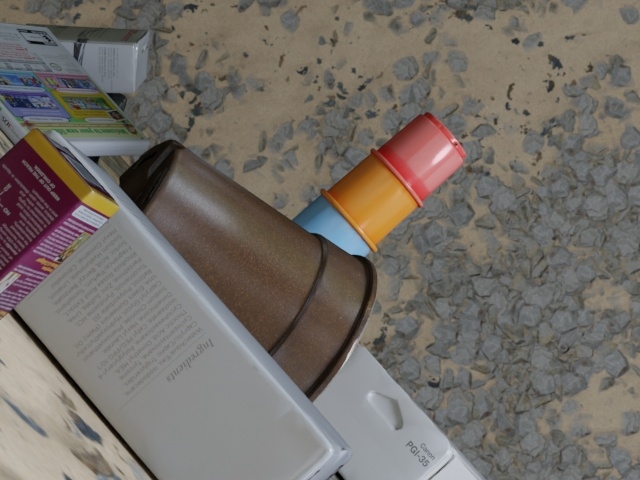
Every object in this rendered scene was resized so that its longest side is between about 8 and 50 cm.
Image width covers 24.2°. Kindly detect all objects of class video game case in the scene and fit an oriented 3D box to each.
[{"bbox_3d":[-0.300,-0.161,1.578,0.193,0.023,0.212,47,21,15],"label":"video game case"}]

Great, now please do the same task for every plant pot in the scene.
[{"bbox_3d":[-0.076,0.029,1.008,0.165,0.167,0.167,41,1,-19],"label":"plant pot"}]

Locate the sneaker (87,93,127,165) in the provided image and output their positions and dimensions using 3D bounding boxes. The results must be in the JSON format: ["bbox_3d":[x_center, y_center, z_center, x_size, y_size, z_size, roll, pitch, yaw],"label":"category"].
[{"bbox_3d":[-0.300,-0.131,1.764,0.106,0.101,0.267,17,10,-4],"label":"sneaker"}]

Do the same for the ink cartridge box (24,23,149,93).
[{"bbox_3d":[-0.283,-0.214,1.760,0.109,0.151,0.063,-84,177,-73],"label":"ink cartridge box"}]

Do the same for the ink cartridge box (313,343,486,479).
[{"bbox_3d":[0.108,0.272,1.740,0.207,0.117,0.283,47,-2,41],"label":"ink cartridge box"}]

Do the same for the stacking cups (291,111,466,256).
[{"bbox_3d":[0.000,0.000,1.410,0.096,0.316,0.096,47,1,-1],"label":"stacking cups"}]

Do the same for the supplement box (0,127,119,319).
[{"bbox_3d":[-0.141,-0.006,0.691,0.043,0.083,0.055,47,-1,8],"label":"supplement box"}]

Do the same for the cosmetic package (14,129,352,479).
[{"bbox_3d":[-0.090,0.056,0.818,0.231,0.085,0.117,49,-1,12],"label":"cosmetic package"}]
